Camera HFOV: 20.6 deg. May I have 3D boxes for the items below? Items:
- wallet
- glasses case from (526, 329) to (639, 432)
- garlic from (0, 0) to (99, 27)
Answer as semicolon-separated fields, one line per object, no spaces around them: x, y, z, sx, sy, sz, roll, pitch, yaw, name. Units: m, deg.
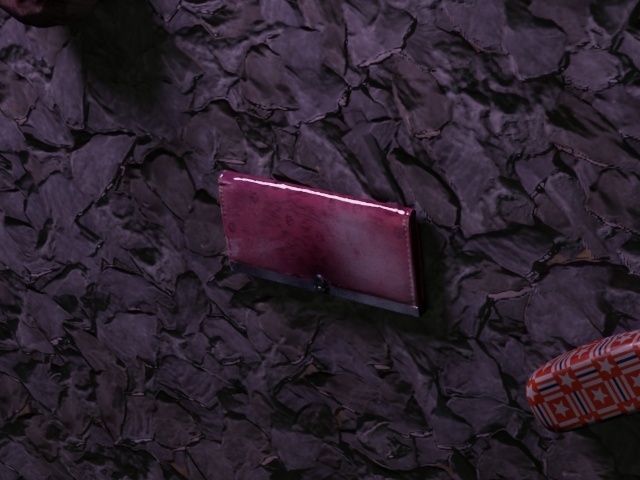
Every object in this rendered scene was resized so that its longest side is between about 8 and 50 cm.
0.000;0.000;1.770;0.232;0.025;0.119;13;124;32;wallet
0.271;0.124;1.614;0.194;0.049;0.073;-23;100;45;glasses case
-0.283;-0.281;1.758;0.147;0.102;0.159;52;136;1;garlic
